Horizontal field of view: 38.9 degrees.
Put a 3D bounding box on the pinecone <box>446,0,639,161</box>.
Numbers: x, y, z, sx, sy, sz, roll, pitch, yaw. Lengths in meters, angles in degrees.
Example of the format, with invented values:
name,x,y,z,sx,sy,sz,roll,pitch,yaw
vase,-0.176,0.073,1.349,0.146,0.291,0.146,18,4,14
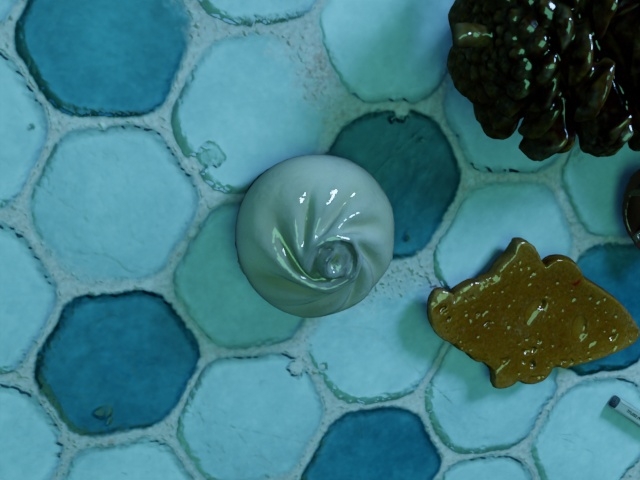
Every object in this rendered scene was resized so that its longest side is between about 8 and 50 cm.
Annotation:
name,x,y,z,sx,sy,sz,roll,pitch,yaw
pinecone,0.262,-0.189,0.877,0.309,0.244,0.244,7,105,-35

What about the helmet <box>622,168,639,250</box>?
name,x,y,z,sx,sy,sz,roll,pitch,yaw
helmet,0.399,-0.041,1.044,0.089,0.057,0.111,0,106,31

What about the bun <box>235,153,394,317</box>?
name,x,y,z,sx,sy,sz,roll,pitch,yaw
bun,0.000,0.000,0.927,0.172,0.120,0.173,-5,108,-15

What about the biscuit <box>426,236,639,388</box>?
name,x,y,z,sx,sy,sz,roll,pitch,yaw
biscuit,0.250,0.089,1.057,0.280,0.043,0.183,6,108,-20

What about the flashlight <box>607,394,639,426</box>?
name,x,y,z,sx,sy,sz,roll,pitch,yaw
flashlight,0.399,0.223,1.145,0.083,0.018,0.018,34,94,-21
